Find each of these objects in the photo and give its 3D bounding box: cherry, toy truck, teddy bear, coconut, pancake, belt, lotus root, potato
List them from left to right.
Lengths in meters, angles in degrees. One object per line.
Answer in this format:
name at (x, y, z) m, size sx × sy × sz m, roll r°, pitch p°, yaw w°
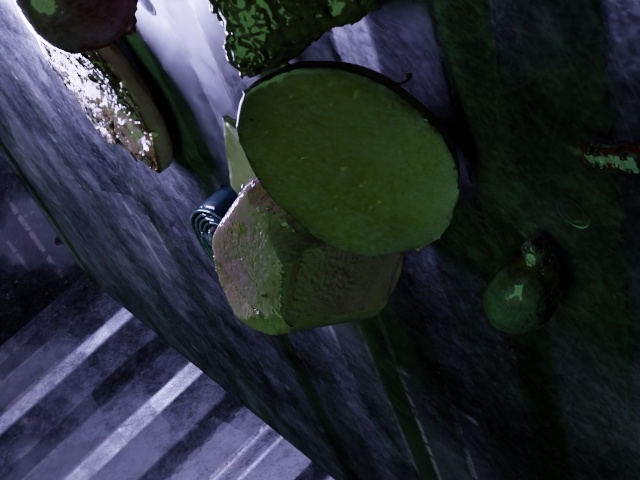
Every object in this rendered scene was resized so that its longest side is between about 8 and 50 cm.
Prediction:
cherry at (-0.368, -0.388, 1.537) m, size 0.192 × 0.175 × 0.250 m, roll 48°, pitch 163°, yaw 37°
pancake at (-0.406, -0.290, 1.962) m, size 0.382 × 0.071 × 0.382 m, roll 42°, pitch 161°, yaw 18°
teddy bear at (-0.083, -0.303, 1.118) m, size 0.256 × 0.156 × 0.267 m, roll 54°, pitch 162°, yaw -13°
belt at (-0.125, 0.024, 1.913) m, size 0.206 × 0.116 × 0.268 m, roll 13°, pitch 139°, yaw 52°
coconut at (0.000, 0.000, 1.427) m, size 0.233 × 0.245 × 0.233 m, roll 23°, pitch 120°, yaw 50°
potato at (0.046, -0.117, 1.223) m, size 0.239 × 0.116 × 0.299 m, roll -12°, pitch 134°, yaw 35°
lotus root at (0.243, 0.059, 1.255) m, size 0.088 × 0.088 × 0.165 m, roll 41°, pitch 151°, yaw 17°
toy truck at (0.276, -0.079, 0.978) m, size 0.083 × 0.032 × 0.024 m, roll 20°, pitch 144°, yaw 58°

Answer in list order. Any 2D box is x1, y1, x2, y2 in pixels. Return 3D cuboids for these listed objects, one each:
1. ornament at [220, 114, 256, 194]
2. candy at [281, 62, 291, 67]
ornament at (-0.095, -0.125, 1.653) m, size 0.180 × 0.059 × 0.201 m, roll 52°, pitch 158°, yaw -11°
candy at (-0.148, -0.316, 1.359) m, size 0.305 × 0.091 × 0.083 m, roll 44°, pitch 160°, yaw -12°
